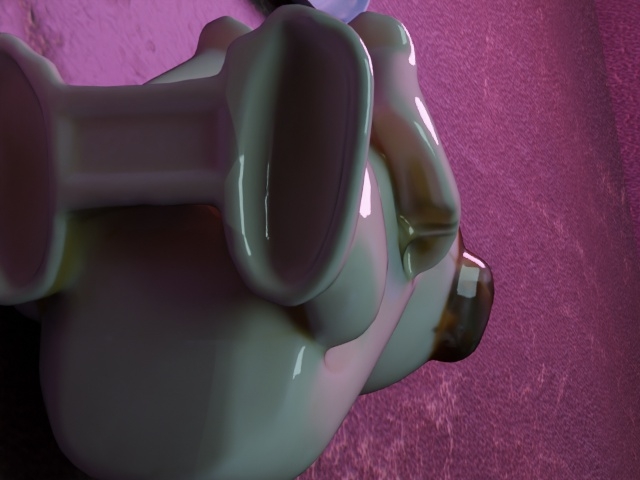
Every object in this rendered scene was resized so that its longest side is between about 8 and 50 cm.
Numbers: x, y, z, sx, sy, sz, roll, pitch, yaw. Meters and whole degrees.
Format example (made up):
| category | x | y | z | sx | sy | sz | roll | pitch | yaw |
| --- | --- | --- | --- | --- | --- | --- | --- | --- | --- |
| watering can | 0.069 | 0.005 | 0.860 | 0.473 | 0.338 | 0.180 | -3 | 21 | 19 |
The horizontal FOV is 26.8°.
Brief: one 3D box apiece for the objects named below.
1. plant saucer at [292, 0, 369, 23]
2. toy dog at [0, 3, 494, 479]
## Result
| category | x | y | z | sx | sy | sz | roll | pitch | yaw |
| --- | --- | --- | --- | --- | --- | --- | --- | --- | --- |
| plant saucer | -0.027 | -0.373 | 1.382 | 0.317 | 0.043 | 0.318 | 38 | 47 | -56 |
| toy dog | -0.014 | 0.022 | 0.948 | 0.408 | 0.284 | 0.396 | -5 | 84 | -68 |
